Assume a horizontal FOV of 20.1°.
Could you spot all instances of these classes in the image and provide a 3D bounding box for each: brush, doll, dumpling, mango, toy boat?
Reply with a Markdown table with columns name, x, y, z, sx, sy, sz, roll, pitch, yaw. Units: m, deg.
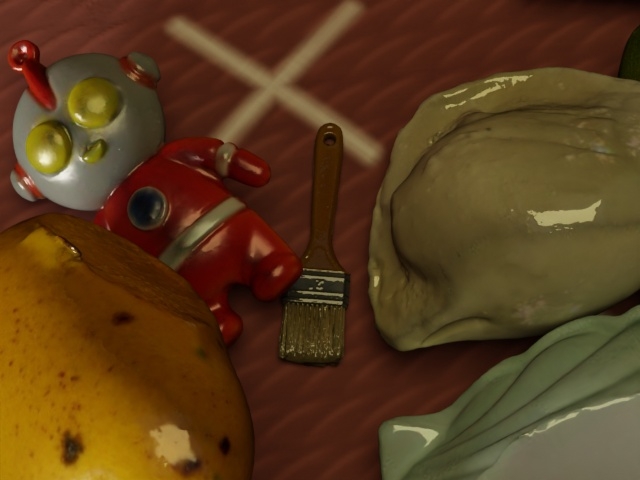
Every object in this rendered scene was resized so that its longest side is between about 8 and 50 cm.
| name | x | y | z | sx | sy | sz | roll | pitch | yaw |
| --- | --- | --- | --- | --- | --- | --- | --- | --- | --- |
| brush | 0.000 | 0.000 | 1.178 | 0.043 | 0.014 | 0.170 | 5 | 68 | 1 |
| doll | -0.119 | -0.040 | 1.153 | 0.142 | 0.076 | 0.245 | -43 | 81 | 7 |
| dumpling | 0.135 | -0.035 | 1.130 | 0.252 | 0.131 | 0.179 | -24 | 50 | 17 |
| mango | -0.130 | 0.101 | 1.014 | 0.160 | 0.290 | 0.191 | 18 | 96 | -31 |
| toy boat | 0.180 | 0.141 | 1.064 | 0.290 | 0.100 | 0.199 | -10 | 89 | 7 |

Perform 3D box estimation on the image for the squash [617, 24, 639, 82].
| name | x | y | z | sx | sy | sz | roll | pitch | yaw |
| --- | --- | --- | --- | --- | --- | --- | --- | --- | --- |
| squash | 0.230 | -0.023 | 1.166 | 0.069 | 0.069 | 0.258 | -4 | 72 | -4 |
